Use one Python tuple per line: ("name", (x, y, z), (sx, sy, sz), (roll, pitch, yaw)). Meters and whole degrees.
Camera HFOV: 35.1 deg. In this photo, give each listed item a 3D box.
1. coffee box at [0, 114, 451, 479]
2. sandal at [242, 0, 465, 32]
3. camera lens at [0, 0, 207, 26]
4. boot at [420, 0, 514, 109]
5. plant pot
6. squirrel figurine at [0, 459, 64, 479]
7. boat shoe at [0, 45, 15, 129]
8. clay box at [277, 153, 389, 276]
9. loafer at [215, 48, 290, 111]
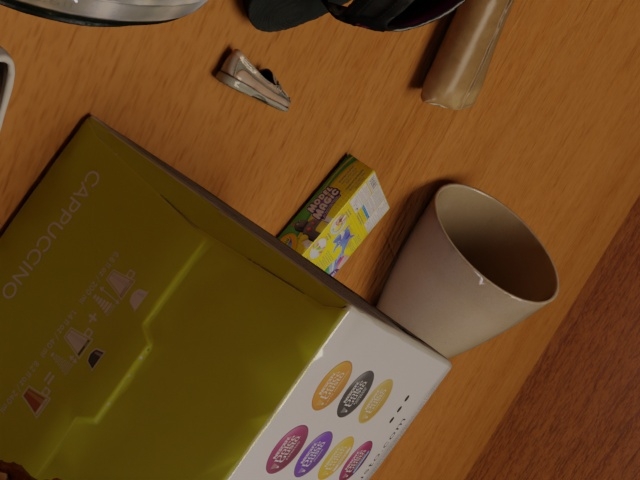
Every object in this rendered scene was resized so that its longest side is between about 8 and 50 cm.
("coffee box", (-0.135, 0.139, 1.006), (0.338, 0.338, 0.334), (-54, 154, 0))
("sandal", (0.127, -0.286, 0.950), (0.445, 0.107, 0.167), (-22, 167, 17))
("camera lens", (-0.137, -0.285, 0.609), (0.219, 0.219, 0.274), (-20, 139, -50))
("boot", (0.200, -0.298, 1.342), (0.236, 0.089, 0.269), (-17, 138, -52))
("plant pot", (0.212, 0.087, 1.708), (0.256, 0.256, 0.274), (-16, 153, -53))
("squirrel figurine", (-0.367, 0.195, 0.641), (0.397, 0.370, 0.281), (-37, -159, 40))
("boat shoe", (-0.304, -0.042, 0.776), (0.096, 0.088, 0.267), (3, 119, -61))
("clay box", (0.000, 0.000, 1.403), (0.222, 0.053, 0.127), (-49, 155, -9))
("loafer", (-0.064, -0.171, 1.092), (0.125, 0.045, 0.039), (14, 103, -61))
